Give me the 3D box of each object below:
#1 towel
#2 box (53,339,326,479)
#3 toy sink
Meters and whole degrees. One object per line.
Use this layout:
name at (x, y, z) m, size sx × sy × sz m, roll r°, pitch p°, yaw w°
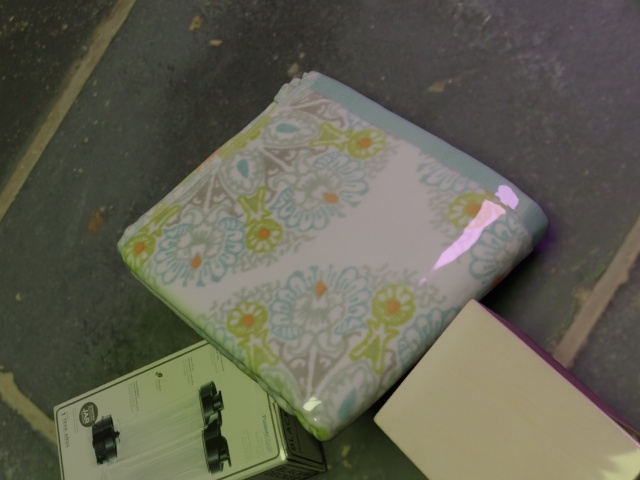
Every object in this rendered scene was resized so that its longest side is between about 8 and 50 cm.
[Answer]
towel at (0.000, 0.000, 1.268) m, size 0.320 × 0.090 × 0.374 m, roll -44°, pitch 50°, yaw -14°
box at (-0.149, 0.218, 1.333) m, size 0.290 × 0.087 × 0.169 m, roll -26°, pitch 61°, yaw 21°
toy sink at (0.194, 0.193, 1.110) m, size 0.153 × 0.131 × 0.234 m, roll -52°, pitch 50°, yaw 5°
